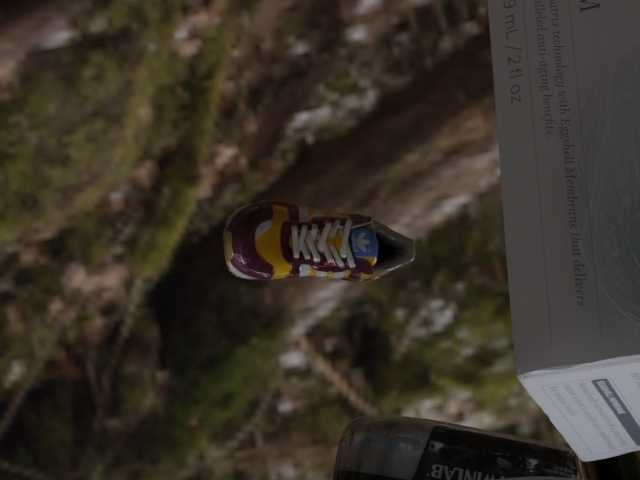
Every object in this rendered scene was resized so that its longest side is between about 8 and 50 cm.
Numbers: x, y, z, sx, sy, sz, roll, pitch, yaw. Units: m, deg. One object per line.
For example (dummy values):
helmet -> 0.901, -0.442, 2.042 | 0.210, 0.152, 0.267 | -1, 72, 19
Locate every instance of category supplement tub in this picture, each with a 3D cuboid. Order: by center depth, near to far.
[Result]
supplement tub -> 0.092, 0.322, 1.564 | 0.207, 0.338, 0.207 | 10, 171, 2

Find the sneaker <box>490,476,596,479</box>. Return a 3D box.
sneaker -> 0.225, 0.164, 0.990 | 0.319, 0.127, 0.208 | 15, 148, -10

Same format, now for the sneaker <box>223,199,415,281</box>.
sneaker -> 0.000, 0.000, 1.601 | 0.084, 0.070, 0.185 | -4, 177, 39

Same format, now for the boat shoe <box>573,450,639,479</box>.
boat shoe -> 0.238, 0.228, 1.312 | 0.120, 0.324, 0.122 | -9, 170, -31

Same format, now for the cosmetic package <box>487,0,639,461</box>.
cosmetic package -> 0.208, -0.033, 0.917 | 0.224, 0.224, 0.138 | -10, 154, 17
